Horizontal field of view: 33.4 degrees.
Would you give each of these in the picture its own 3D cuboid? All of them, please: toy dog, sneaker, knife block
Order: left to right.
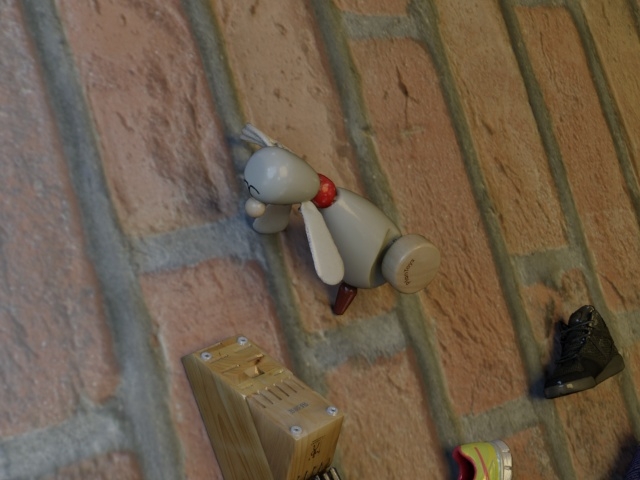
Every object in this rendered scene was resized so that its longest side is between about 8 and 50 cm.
[{"bbox_3d":[-0.069,0.284,1.320,0.275,0.242,0.088,34,34,31],"label":"knife block"},{"bbox_3d":[0.000,0.000,1.428,0.333,0.220,0.161,31,94,-25],"label":"toy dog"},{"bbox_3d":[0.225,0.392,1.548,0.094,0.081,0.208,11,65,-24],"label":"sneaker"},{"bbox_3d":[0.426,0.189,1.793,0.227,0.087,0.130,-18,85,-48],"label":"sneaker"}]

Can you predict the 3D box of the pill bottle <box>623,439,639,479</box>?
[{"bbox_3d":[0.578,0.442,1.789,0.153,0.153,0.265,54,48,-14],"label":"pill bottle"}]
